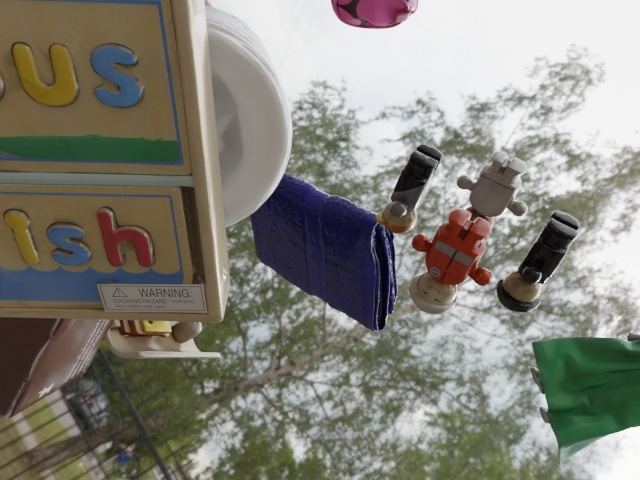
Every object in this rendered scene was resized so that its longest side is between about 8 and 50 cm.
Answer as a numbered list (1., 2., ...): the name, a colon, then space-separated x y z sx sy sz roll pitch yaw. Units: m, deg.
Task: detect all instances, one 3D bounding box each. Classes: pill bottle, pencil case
1. pill bottle: -0.128 -0.144 0.601 0.318 0.176 0.176 -108 -179 -64
2. pencil case: 0.080 -0.331 0.650 0.098 0.209 0.095 18 -14 -11

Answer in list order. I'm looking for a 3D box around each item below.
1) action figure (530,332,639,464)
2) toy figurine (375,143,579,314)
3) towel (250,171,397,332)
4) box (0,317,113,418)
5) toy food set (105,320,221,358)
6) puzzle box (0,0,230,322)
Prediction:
1. action figure: 0.345 0.140 0.617 0.063 0.232 0.137 -82 158 -78
2. toy figurine: 0.195 -0.012 0.775 0.209 0.213 0.148 -114 -149 -43
3. towel: 0.000 0.000 1.017 0.308 0.076 0.227 27 -45 37
4. box: -0.413 -0.005 0.679 0.381 0.143 0.191 38 -71 8
5. toy food set: -0.272 0.054 0.989 0.220 0.092 0.306 24 42 -66
6. puzzle box: -0.272 -0.059 0.397 0.052 0.409 0.272 -90 -179 -52
